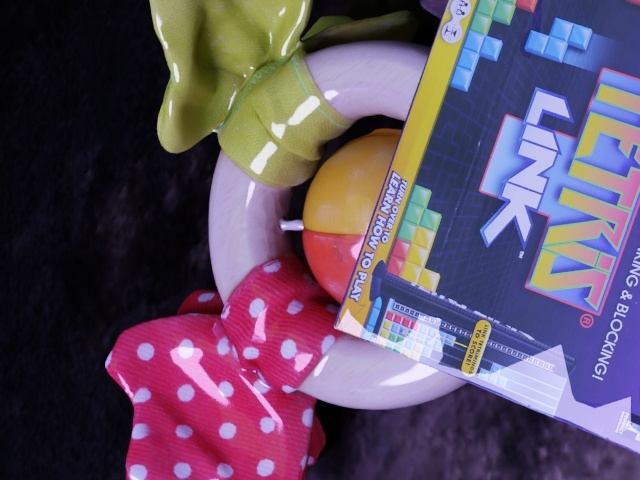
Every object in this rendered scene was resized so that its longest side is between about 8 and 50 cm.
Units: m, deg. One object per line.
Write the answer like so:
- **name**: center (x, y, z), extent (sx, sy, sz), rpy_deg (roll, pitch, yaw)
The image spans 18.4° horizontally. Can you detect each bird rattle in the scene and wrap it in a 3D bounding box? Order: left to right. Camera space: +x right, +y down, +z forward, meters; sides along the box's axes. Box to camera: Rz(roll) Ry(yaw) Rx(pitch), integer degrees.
- **bird rattle**: center (0.000, 0.000, 0.880), extent (0.207, 0.143, 0.253), rpy_deg (1, 82, 34)

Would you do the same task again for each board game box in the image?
- **board game box**: center (0.099, -0.019, 0.777), extent (0.141, 0.048, 0.170), rpy_deg (21, 96, 24)

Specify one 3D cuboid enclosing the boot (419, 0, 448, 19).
- **boot**: center (0.143, -0.172, 0.813), extent (0.248, 0.090, 0.206), rpy_deg (23, 108, 49)
